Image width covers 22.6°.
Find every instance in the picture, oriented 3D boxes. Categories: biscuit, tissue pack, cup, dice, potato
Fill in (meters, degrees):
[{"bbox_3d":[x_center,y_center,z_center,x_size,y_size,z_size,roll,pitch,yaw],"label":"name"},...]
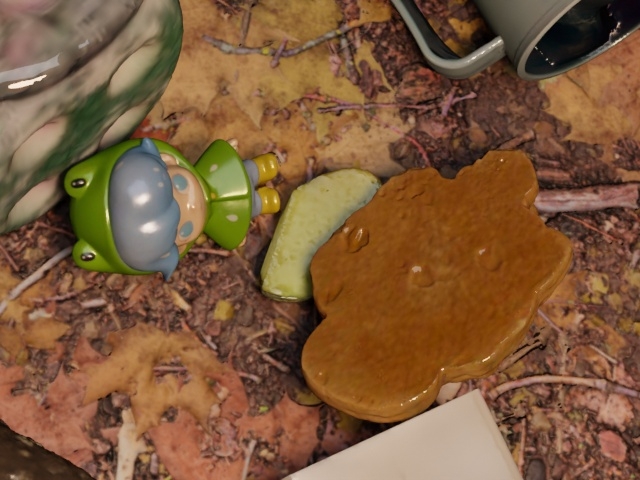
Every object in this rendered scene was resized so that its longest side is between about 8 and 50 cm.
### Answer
[{"bbox_3d":[0.124,0.043,1.788,0.269,0.051,0.376,26,67,31],"label":"biscuit"},{"bbox_3d":[0.080,0.284,1.730,0.246,0.159,0.136,-22,75,-19],"label":"tissue pack"},{"bbox_3d":[0.254,-0.381,2.012,0.256,0.331,0.311,-11,65,-51],"label":"cup"},{"bbox_3d":[-0.368,-0.228,1.745,0.330,0.348,0.328,44,65,6],"label":"dice"},{"bbox_3d":[0.000,0.000,1.887,0.119,0.054,0.198,34,71,-1],"label":"potato"}]

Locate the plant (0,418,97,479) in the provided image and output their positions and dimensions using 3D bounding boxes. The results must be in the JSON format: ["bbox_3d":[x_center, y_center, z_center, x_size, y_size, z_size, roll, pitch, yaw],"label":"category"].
[{"bbox_3d":[-0.310,0.322,1.609,0.312,0.213,0.215,41,65,-4],"label":"plant"}]

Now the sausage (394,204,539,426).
[{"bbox_3d":[0.147,0.072,1.858,0.112,0.112,0.328,32,66,3],"label":"sausage"}]

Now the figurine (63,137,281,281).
[{"bbox_3d":[-0.167,-0.042,1.826,0.263,0.143,0.162,-12,107,-33],"label":"figurine"}]
